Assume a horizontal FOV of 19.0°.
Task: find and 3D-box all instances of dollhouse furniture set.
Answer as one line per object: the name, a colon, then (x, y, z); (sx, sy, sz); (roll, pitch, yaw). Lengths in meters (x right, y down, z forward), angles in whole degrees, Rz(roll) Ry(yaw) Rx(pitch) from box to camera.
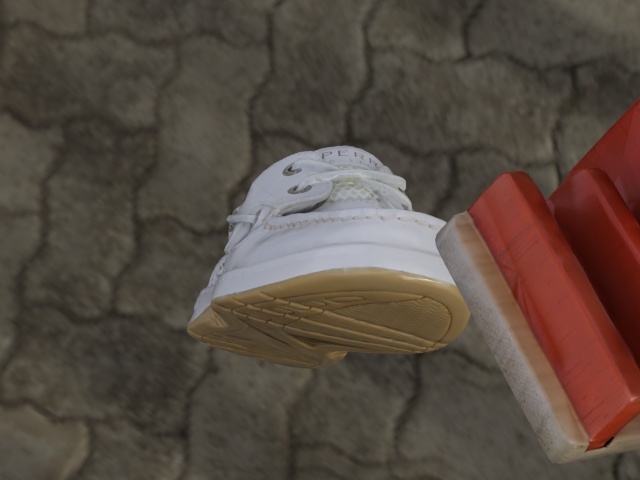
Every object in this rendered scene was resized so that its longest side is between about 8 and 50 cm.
dollhouse furniture set: (0.158, -0.049, 0.426); (0.259, 0.135, 0.262); (-49, 57, 40)

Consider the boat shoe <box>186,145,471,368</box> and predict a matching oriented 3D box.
boat shoe: (0.000, 0.000, 0.883); (0.098, 0.277, 0.096); (17, 79, -16)
